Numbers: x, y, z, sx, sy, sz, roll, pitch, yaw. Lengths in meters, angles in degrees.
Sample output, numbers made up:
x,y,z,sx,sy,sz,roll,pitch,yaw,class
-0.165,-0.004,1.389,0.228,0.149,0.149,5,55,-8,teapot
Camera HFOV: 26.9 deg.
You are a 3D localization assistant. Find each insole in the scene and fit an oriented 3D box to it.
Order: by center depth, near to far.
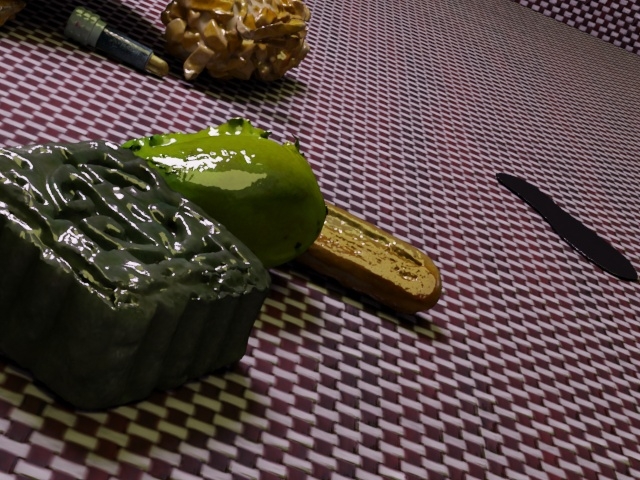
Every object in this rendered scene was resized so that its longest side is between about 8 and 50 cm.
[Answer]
x,y,z,sx,sy,sz,roll,pitch,yaw,class
0.284,-0.018,1.542,0.086,0.005,0.253,12,23,-33,insole

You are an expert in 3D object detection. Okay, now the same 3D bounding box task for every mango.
x,y,z,sx,sy,sz,roll,pitch,yaw,class
-0.079,-0.031,1.009,0.178,0.100,0.119,4,37,-30,mango

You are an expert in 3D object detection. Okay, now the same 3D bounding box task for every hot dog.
x,y,z,sx,sy,sz,roll,pitch,yaw,class
0.000,0.000,1.099,0.216,0.047,0.066,24,56,2,hot dog

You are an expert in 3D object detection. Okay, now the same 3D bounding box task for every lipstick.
x,y,z,sx,sy,sz,roll,pitch,yaw,class
-0.213,-0.206,1.415,0.116,0.037,0.037,27,19,-3,lipstick

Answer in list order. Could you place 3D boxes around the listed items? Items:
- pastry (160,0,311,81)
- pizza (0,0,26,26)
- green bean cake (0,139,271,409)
x,y,z,sx,sy,sz,roll,pitch,yaw,class
-0.089,-0.236,1.528,0.154,0.102,0.250,24,17,8,pastry
-0.371,-0.238,1.309,0.185,0.036,0.176,31,18,24,pizza
-0.142,0.014,0.844,0.185,0.094,0.183,38,22,22,green bean cake
